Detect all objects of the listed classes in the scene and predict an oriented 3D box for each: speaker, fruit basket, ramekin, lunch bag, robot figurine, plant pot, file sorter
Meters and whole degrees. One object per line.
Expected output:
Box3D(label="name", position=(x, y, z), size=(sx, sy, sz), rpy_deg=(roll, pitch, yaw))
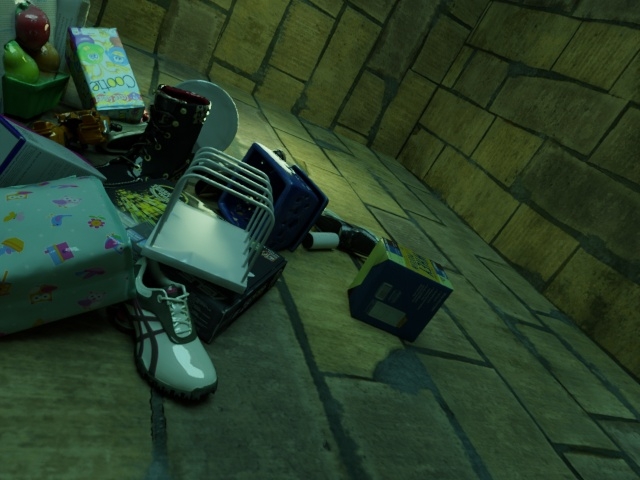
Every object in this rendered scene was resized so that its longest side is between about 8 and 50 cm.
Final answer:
Box3D(label="speaker", position=(0.000, 0.000, 1.456), size=(0.055, 0.055, 0.136), rpy_deg=(43, 26, 30))
Box3D(label="fruit basket", position=(-0.812, -0.531, 1.219), size=(0.165, 0.353, 0.327), rpy_deg=(9, 27, -10))
Box3D(label="ramekin", position=(-0.439, -0.434, 1.596), size=(0.272, 0.273, 0.127), rpy_deg=(18, 13, -26))
Box3D(label="lunch bag", position=(-0.443, -0.004, 0.718), size=(0.223, 0.160, 0.262), rpy_deg=(-17, 50, -31))
Box3D(label="robot figurine", position=(-0.623, -0.285, 1.142), size=(0.210, 0.085, 0.291), rpy_deg=(-14, 24, -18))
Box3D(label="plant pot", position=(-0.129, -0.111, 1.320), size=(0.212, 0.236, 0.236), rpy_deg=(14, 27, -49))
Box3D(label="file sorter", position=(-0.204, -0.060, 0.897), size=(0.192, 0.173, 0.278), rpy_deg=(25, 16, -17))

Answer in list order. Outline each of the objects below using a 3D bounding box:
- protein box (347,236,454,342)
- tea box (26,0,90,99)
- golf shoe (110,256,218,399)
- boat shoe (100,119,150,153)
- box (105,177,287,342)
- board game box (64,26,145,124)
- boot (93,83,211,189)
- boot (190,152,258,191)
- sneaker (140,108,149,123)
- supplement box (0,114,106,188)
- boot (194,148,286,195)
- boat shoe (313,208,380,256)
Box3D(label="protein box", position=(0.213, 0.135, 1.233), size=(0.201, 0.200, 0.136), rpy_deg=(25, 23, -13))
Box3D(label="tea box", position=(-0.922, -0.698, 1.463), size=(0.219, 0.329, 0.324), rpy_deg=(12, 29, -37))
Box3D(label="golf shoe", position=(-0.260, 0.143, 0.752), size=(0.273, 0.120, 0.105), rpy_deg=(42, 23, 24))
Box3D(label="boat shoe", position=(-0.547, -0.312, 1.399), size=(0.302, 0.109, 0.098), rpy_deg=(-10, 50, -50))
Box3D(label="box", position=(-0.305, 0.017, 0.994), size=(0.394, 0.097, 0.318), rpy_deg=(34, 24, 7))
Box3D(label="board game box", position=(-0.664, -0.488, 1.371), size=(0.142, 0.144, 0.276), rpy_deg=(-18, 81, -36))
Box3D(label="boot", position=(-0.438, -0.247, 1.144), size=(0.138, 0.284, 0.377), rpy_deg=(35, 23, 14))
Box3D(label="boot", position=(-0.328, -0.239, 1.544), size=(0.208, 0.076, 0.189), rpy_deg=(16, 11, -46))
Box3D(label="sneaker", position=(-0.680, -0.469, 1.596), size=(0.136, 0.116, 0.314), rpy_deg=(28, 27, -32))
Box3D(label="supplement box", position=(-0.569, -0.147, 0.902), size=(0.111, 0.114, 0.220), rpy_deg=(37, 0, 19))
Box3D(label="boot", position=(-0.243, -0.203, 1.380), size=(0.206, 0.248, 0.090), rpy_deg=(-16, 79, -57))
Box3D(label="boat shoe", position=(0.081, -0.019, 1.547), size=(0.285, 0.103, 0.092), rpy_deg=(33, 27, 19))
